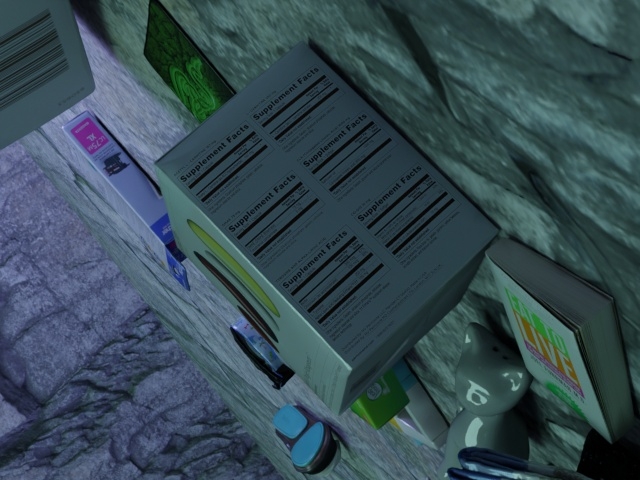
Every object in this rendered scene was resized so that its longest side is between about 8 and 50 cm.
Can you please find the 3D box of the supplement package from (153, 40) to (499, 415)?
[{"bbox_3d":[0.000,0.000,0.824,0.203,0.149,0.194,46,166,13],"label":"supplement package"}]

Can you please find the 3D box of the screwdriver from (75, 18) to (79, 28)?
[{"bbox_3d":[-0.301,-0.291,1.275,0.024,0.025,0.170,47,172,9],"label":"screwdriver"}]

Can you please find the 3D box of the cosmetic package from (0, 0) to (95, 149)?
[{"bbox_3d":[-0.512,-0.298,1.204,0.394,0.327,0.329,52,167,14],"label":"cosmetic package"}]

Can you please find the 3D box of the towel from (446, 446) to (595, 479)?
[{"bbox_3d":[0.244,0.240,0.764,0.285,0.034,0.209,2,134,45],"label":"towel"}]

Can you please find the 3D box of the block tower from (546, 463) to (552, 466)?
[{"bbox_3d":[0.205,0.313,1.133,0.091,0.097,0.335,47,164,10],"label":"block tower"}]

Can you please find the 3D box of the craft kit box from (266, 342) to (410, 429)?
[{"bbox_3d":[-0.034,0.063,1.172,0.246,0.061,0.250,31,154,59],"label":"craft kit box"}]

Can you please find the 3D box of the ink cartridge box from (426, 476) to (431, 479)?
[{"bbox_3d":[0.146,0.480,1.328,0.207,0.119,0.353,58,-169,-17],"label":"ink cartridge box"}]

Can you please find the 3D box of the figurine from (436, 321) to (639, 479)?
[{"bbox_3d":[0.185,0.183,0.893,0.215,0.092,0.209,43,157,29],"label":"figurine"}]

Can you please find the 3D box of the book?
[{"bbox_3d":[0.168,0.069,0.742,0.096,0.035,0.144,42,166,44],"label":"book"}]

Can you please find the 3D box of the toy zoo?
[{"bbox_3d":[0.053,0.140,1.272,0.293,0.030,0.192,57,165,-24],"label":"toy zoo"}]

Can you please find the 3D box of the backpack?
[{"bbox_3d":[-0.072,0.148,1.567,0.114,0.084,0.105,44,166,9],"label":"backpack"}]

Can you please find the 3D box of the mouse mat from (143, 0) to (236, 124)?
[{"bbox_3d":[-0.131,-0.162,1.104,0.152,0.007,0.189,50,167,0],"label":"mouse mat"}]

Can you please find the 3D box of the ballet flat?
[{"bbox_3d":[-0.012,0.383,2.010,0.096,0.095,0.280,44,179,-17],"label":"ballet flat"}]

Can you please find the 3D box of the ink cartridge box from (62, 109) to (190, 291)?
[{"bbox_3d":[-0.304,-0.060,1.788,0.311,0.065,0.186,50,166,8],"label":"ink cartridge box"}]
